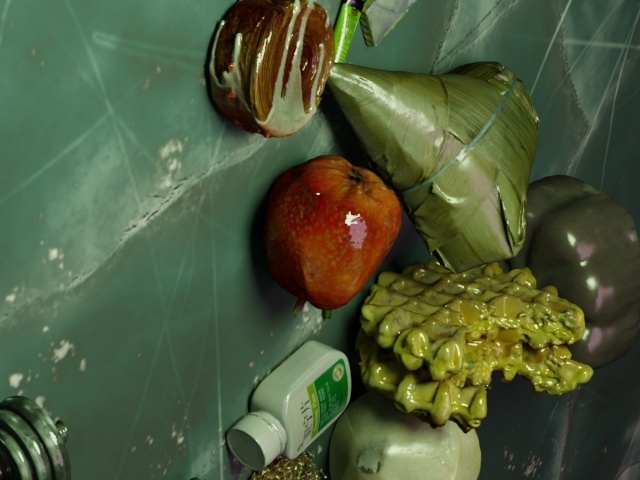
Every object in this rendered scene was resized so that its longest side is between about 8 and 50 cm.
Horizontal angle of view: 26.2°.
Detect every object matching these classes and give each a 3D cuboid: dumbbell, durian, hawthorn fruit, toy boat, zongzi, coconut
[{"bbox_3d":[-0.342,0.235,1.287,0.254,0.110,0.110,-28,130,-40],"label":"dumbbell"},{"bbox_3d":[-0.042,0.367,1.819,0.188,0.091,0.148,-53,145,-21],"label":"durian"},{"bbox_3d":[0.007,-0.013,1.634,0.173,0.173,0.179,-45,167,-34],"label":"hawthorn fruit"},{"bbox_3d":[0.088,-0.299,1.712,0.115,0.016,0.063,-50,144,-28],"label":"toy boat"},{"bbox_3d":[0.133,-0.180,1.747,0.360,0.160,0.323,44,36,-25],"label":"zongzi"},{"bbox_3d":[0.113,0.304,1.918,0.222,0.202,0.202,23,88,-64],"label":"coconut"}]

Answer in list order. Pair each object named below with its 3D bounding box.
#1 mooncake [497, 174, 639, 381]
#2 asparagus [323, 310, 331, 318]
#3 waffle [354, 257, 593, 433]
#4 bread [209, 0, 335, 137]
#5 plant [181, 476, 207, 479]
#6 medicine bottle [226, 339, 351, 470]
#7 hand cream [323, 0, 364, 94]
[{"bbox_3d":[0.345,0.060,2.061,0.154,0.306,0.306,-20,124,-40],"label":"mooncake"},{"bbox_3d":[0.012,0.031,1.782,0.016,0.016,0.163,-18,125,-30],"label":"asparagus"},{"bbox_3d":[0.197,0.136,1.878,0.324,0.261,0.151,-10,118,-41],"label":"waffle"},{"bbox_3d":[-0.053,-0.192,1.505,0.160,0.073,0.160,-37,136,-46],"label":"bread"},{"bbox_3d":[-0.136,0.349,1.686,0.085,0.087,0.174,-32,133,-11],"label":"plant"},{"bbox_3d":[-0.038,0.216,1.762,0.183,0.069,0.119,-37,138,-39],"label":"medicine bottle"},{"bbox_3d":[0.023,-0.235,1.643,0.036,0.023,0.122,20,89,-47],"label":"hand cream"}]
